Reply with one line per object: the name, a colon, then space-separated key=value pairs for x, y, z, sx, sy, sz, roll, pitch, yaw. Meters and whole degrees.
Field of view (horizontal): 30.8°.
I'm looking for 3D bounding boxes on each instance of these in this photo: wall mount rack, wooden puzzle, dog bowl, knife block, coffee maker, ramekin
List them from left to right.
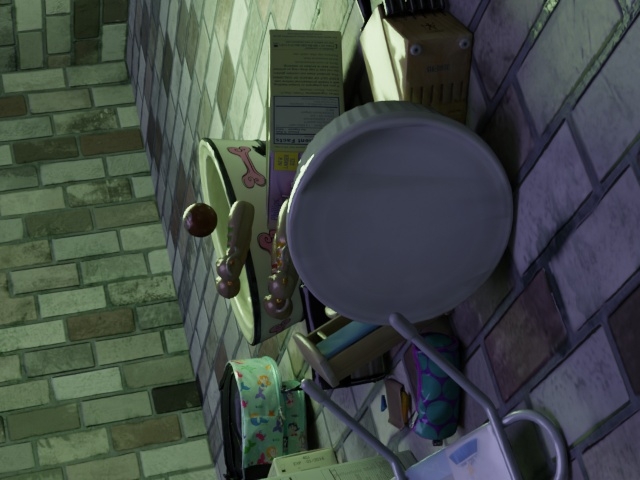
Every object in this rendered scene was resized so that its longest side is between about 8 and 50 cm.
dog bowl: x=-0.112 y=-0.012 z=2.230 sx=0.408 sy=0.150 sz=0.408 roll=167 pitch=90 yaw=-79
coffee maker: x=0.013 y=0.150 z=1.896 sx=0.120 sy=0.171 sz=0.178 roll=166 pitch=95 yaw=-72
ramekin: x=0.087 y=-0.044 z=1.399 sx=0.127 sy=0.272 sz=0.273 roll=-104 pitch=12 yaw=-62
wooden puzzle: x=0.122 y=0.263 z=1.869 sx=0.116 sy=0.014 sz=0.079 roll=-149 pitch=57 yaw=-70
knife block: x=0.107 y=-0.245 z=1.517 sx=0.242 sy=0.088 sz=0.276 roll=-121 pitch=27 yaw=-55
wall mount rack: x=0.124 y=0.265 z=1.427 sx=0.350 sy=0.130 sz=0.304 roll=-41 pitch=61 yaw=44

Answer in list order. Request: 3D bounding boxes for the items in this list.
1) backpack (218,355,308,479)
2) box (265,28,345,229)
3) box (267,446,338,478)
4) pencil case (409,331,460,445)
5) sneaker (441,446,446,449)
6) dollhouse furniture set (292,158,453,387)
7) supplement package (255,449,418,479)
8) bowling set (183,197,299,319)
backpack: x=-0.127 y=0.372 z=2.468 sx=0.225 sy=0.191 sz=0.254 roll=151 pitch=108 yaw=-76
box: x=-0.027 y=-0.174 z=1.846 sx=0.214 sy=0.117 sz=0.243 roll=97 pitch=173 yaw=-57
box: x=-0.033 y=0.536 z=2.344 sx=0.232 sy=0.126 sz=0.149 roll=107 pitch=150 yaw=-57
pencil case: x=0.157 y=0.203 z=1.607 sx=0.064 sy=0.070 sz=0.152 roll=-132 pitch=37 yaw=-63
sneaker: x=0.176 y=0.342 z=1.597 sx=0.279 sy=0.107 sz=0.118 roll=158 pitch=111 yaw=-64
dollhouse furniture set: x=0.000 y=0.000 z=1.636 sx=0.303 sy=0.198 sz=0.286 roll=62 pitch=170 yaw=-17
supplement package: x=0.047 y=0.476 z=1.779 sx=0.198 sy=0.262 sz=0.199 roll=-127 pitch=33 yaw=-59
bowling set: x=-0.122 y=0.035 z=1.795 sx=0.287 sy=0.199 sz=0.154 roll=91 pitch=-171 yaw=-70
